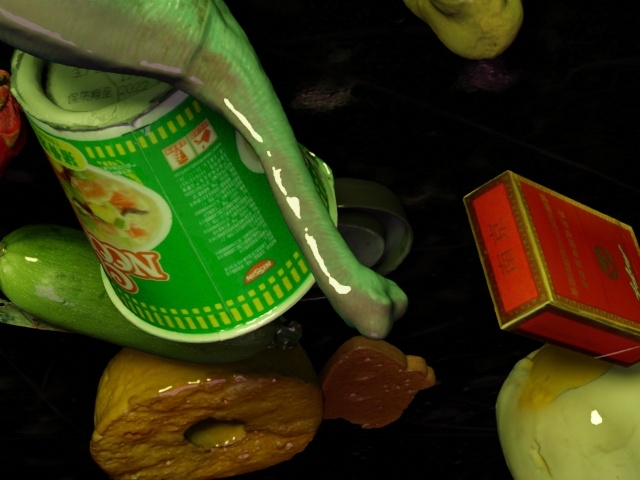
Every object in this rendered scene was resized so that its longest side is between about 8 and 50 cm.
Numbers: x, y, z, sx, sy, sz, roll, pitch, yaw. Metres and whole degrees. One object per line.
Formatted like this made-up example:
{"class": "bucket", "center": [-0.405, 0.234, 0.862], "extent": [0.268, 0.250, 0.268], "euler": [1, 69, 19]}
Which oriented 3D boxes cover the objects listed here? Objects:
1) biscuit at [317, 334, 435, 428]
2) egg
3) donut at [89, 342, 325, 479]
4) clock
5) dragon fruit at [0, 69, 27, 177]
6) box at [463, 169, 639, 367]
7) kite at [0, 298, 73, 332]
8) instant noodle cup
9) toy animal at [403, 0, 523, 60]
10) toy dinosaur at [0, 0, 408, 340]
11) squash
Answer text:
{"class": "biscuit", "center": [0.058, 0.186, 1.513], "extent": [0.183, 0.043, 0.280], "euler": [-17, 147, 1]}
{"class": "egg", "center": [0.395, 0.242, 1.495], "extent": [0.345, 0.283, 0.283], "euler": [-7, 154, -35]}
{"class": "donut", "center": [-0.134, 0.190, 1.377], "extent": [0.302, 0.110, 0.303], "euler": [-10, 150, -6]}
{"class": "clock", "center": [0.000, 0.000, 1.152], "extent": [0.184, 0.040, 0.184], "euler": [-9, 151, -5]}
{"class": "dragon fruit", "center": [-0.274, -0.070, 0.876], "extent": [0.094, 0.094, 0.190], "euler": [0, 161, -22]}
{"class": "box", "center": [0.259, 0.034, 1.199], "extent": [0.239, 0.153, 0.074], "euler": [18, 135, -43]}
{"class": "kite", "center": [-0.299, 0.060, 1.112], "extent": [0.152, 0.005, 0.137], "euler": [23, -172, 6]}
{"class": "instant noodle cup", "center": [-0.110, -0.070, 0.852], "extent": [0.207, 0.207, 0.233], "euler": [-16, 143, 7]}
{"class": "toy animal", "center": [0.086, -0.190, 0.777], "extent": [0.103, 0.101, 0.219], "euler": [-17, 151, 13]}
{"class": "toy dinosaur", "center": [-0.132, -0.110, 0.594], "extent": [0.383, 0.331, 0.129], "euler": [10, 142, -38]}
{"class": "squash", "center": [-0.158, 0.064, 1.148], "extent": [0.101, 0.101, 0.378], "euler": [-31, 148, 31]}
